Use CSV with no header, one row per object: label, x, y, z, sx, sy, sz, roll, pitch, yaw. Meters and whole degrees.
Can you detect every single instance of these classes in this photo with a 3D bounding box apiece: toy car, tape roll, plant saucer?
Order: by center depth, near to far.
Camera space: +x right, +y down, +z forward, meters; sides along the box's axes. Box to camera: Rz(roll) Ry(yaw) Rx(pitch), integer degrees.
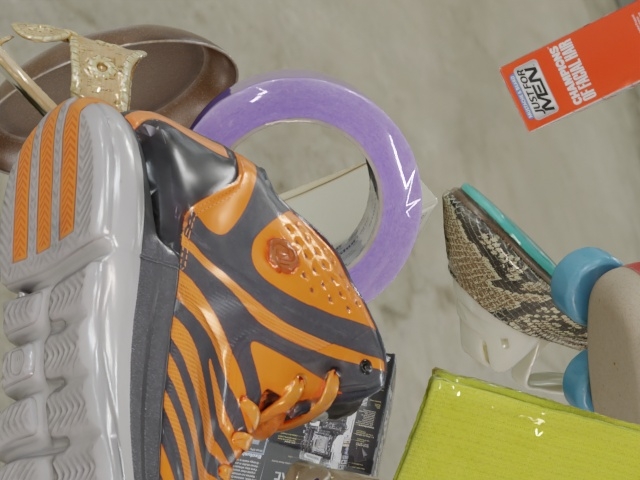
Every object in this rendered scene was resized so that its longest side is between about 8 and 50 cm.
tape roll,-0.020,-0.035,0.980,0.080,0.189,0.189,-109,174,-77
toy car,0.372,0.099,1.177,0.219,0.238,0.210,-134,-150,-64
plant saucer,-0.247,-0.163,1.460,0.310,0.311,0.050,8,56,-61

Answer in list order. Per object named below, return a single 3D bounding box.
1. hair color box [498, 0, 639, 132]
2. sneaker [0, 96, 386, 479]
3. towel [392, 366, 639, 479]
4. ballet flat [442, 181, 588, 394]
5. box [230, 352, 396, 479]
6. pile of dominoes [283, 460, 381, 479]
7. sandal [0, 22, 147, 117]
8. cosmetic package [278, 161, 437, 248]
hair color box,0.214,-0.133,0.871,0.053,0.167,0.093,64,20,1
sneaker,-0.050,0.099,0.580,0.180,0.125,0.321,16,69,-39
towel,0.051,0.169,0.505,0.021,0.102,0.237,-113,-140,-73
ballet flat,0.276,0.097,1.514,0.483,0.182,0.164,25,19,-40
box,-0.077,0.221,1.520,0.242,0.307,0.076,-75,170,-46
pile of dominoes,0.001,0.255,0.725,0.196,0.040,0.251,23,94,-51
sandal,-0.136,-0.088,0.834,0.240,0.079,0.088,49,-7,-7
cosmetic package,0.000,0.000,1.822,0.309,0.160,0.113,-23,64,-35
